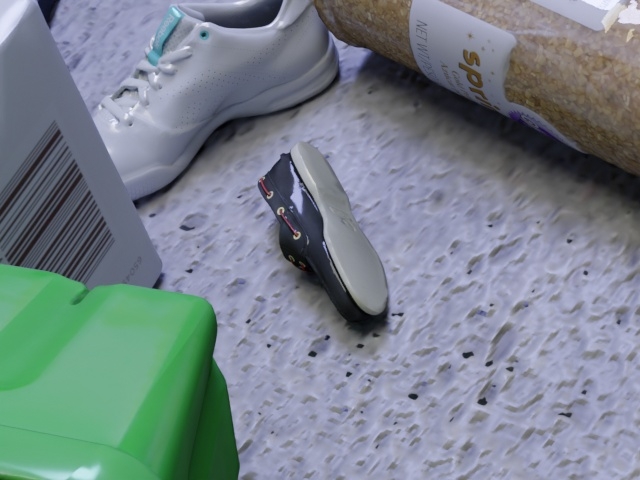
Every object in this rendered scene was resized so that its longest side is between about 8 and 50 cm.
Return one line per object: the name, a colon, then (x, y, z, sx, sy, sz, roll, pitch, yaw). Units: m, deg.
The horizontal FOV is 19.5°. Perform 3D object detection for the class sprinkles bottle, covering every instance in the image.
sprinkles bottle: (0.154, -0.114, 1.082, 0.121, 0.121, 0.355, -42, 48, -21)

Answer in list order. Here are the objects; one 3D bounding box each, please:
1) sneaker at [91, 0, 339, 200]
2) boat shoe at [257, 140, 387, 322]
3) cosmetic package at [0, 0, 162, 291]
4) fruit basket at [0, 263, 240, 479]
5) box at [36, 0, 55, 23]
sneaker: (-0.093, -0.103, 1.177, 0.212, 0.094, 0.080, -32, 47, -11)
boat shoe: (0.001, 0.001, 1.084, 0.042, 0.049, 0.133, -41, 49, 18)
cosmetic package: (-0.347, -0.039, 1.109, 0.453, 0.230, 0.161, 11, 53, 29)
fruit basket: (-0.231, 0.193, 0.833, 0.392, 0.283, 0.392, -4, 40, 3)
box: (-0.467, -0.333, 1.260, 0.480, 0.472, 0.297, -3, 47, 16)
